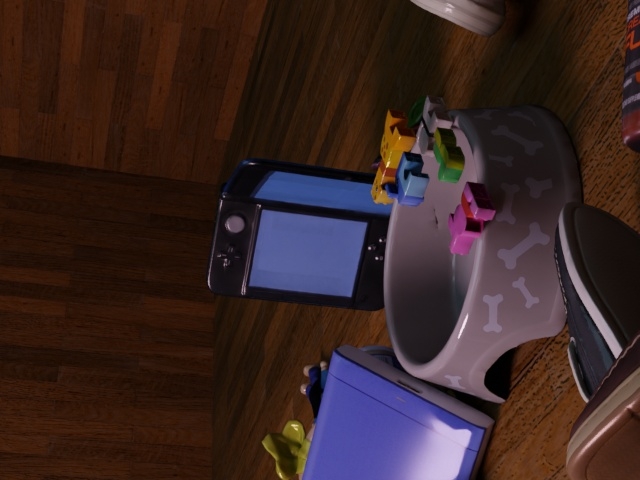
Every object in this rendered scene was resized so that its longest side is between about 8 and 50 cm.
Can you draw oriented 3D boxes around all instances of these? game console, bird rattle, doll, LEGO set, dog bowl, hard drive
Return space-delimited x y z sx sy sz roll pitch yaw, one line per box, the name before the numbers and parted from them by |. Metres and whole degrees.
game console | 0.000 0.000 1.364 0.173 0.293 0.250 -121 40 -68
bird rattle | 0.008 0.374 1.510 0.207 0.143 0.253 -57 28 25
doll | 0.002 0.279 1.724 0.189 0.046 0.129 -134 52 -73
LEGO set | 0.101 -0.064 1.003 0.227 0.087 0.093 -100 23 -53
dog bowl | 0.167 0.008 1.090 0.349 0.102 0.349 -173 90 -76
hard drive | 0.073 0.314 1.168 0.210 0.040 0.319 25 114 29

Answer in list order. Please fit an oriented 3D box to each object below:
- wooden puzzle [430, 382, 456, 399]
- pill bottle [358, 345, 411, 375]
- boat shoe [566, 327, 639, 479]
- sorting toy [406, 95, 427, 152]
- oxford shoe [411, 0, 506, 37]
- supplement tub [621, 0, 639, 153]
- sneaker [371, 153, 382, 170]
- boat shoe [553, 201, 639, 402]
wooden puzzle | 0.155 0.199 1.180 0.116 0.014 0.079 -135 28 -71
pill bottle | 0.081 0.245 1.289 0.187 0.112 0.112 -99 21 -49
boat shoe | 0.272 0.029 0.559 0.342 0.123 0.123 -55 16 31
sorting toy | 0.150 -0.159 1.390 0.061 0.042 0.102 -35 35 51
oxford shoe | 0.152 -0.390 1.254 0.449 0.169 0.130 -114 44 -61
supplement tub | 0.282 -0.164 0.707 0.106 0.106 0.198 156 120 -74
sneaker | 0.119 -0.137 1.495 0.119 0.047 0.057 -28 41 69
boat shoe | 0.238 0.094 0.736 0.302 0.114 0.091 -97 26 -47
